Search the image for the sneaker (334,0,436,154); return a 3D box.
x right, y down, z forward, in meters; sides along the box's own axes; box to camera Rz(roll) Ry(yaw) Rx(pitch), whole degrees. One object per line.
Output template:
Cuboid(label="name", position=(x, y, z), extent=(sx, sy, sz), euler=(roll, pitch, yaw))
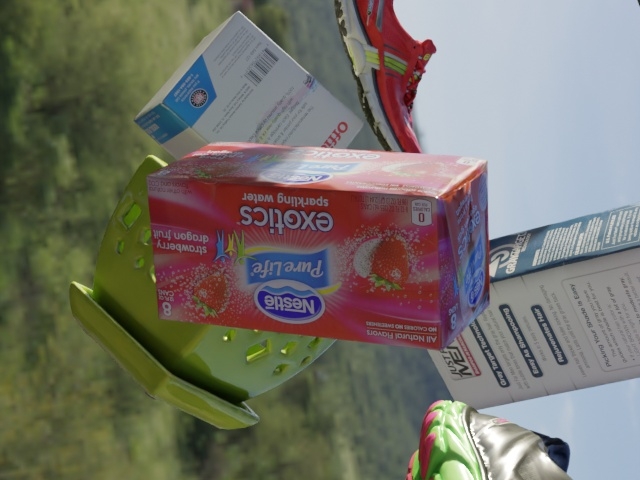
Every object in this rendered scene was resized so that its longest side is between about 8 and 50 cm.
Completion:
Cuboid(label="sneaker", position=(0.105, -0.228, 2.186), extent=(0.107, 0.118, 0.279), euler=(109, -35, -89))

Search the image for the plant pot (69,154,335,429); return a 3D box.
Cuboid(label="plant pot", position=(-0.134, 0.073, 1.832), extent=(0.227, 0.207, 0.228), euler=(38, 2, 35))

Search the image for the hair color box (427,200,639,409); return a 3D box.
Cuboid(label="hair color box", position=(0.288, 0.072, 1.832), extent=(0.174, 0.347, 0.105), euler=(61, 30, -25))

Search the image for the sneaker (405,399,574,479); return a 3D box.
Cuboid(label="sneaker", position=(0.195, 0.314, 1.473), extent=(0.483, 0.202, 0.185), euler=(-93, -169, -55))

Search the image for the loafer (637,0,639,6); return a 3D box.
Cuboid(label="loafer", position=(0.342, -0.128, 1.296), extent=(0.084, 0.096, 0.268), euler=(-12, -66, 55))

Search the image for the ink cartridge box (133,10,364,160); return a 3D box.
Cuboid(label="ink cartridge box", position=(-0.098, -0.157, 2.187), extent=(0.232, 0.171, 0.168), euler=(42, -17, -11))

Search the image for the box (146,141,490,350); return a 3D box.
Cuboid(label="box", position=(0.000, 0.000, 1.307), extent=(0.122, 0.256, 0.128), euler=(-36, 127, -59))
